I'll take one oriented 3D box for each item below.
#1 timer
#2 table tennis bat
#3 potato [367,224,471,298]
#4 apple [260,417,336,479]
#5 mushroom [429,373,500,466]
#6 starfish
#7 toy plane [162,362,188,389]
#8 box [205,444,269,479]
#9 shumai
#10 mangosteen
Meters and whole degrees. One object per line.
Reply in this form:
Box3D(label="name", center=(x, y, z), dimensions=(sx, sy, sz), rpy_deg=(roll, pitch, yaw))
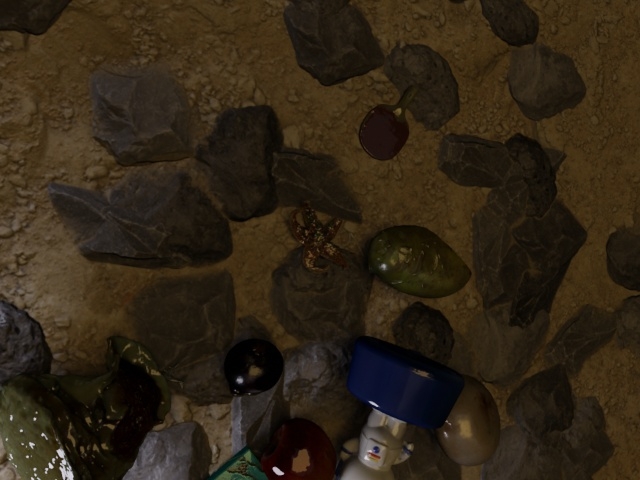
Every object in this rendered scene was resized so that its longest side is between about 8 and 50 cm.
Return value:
Box3D(label="timer", center=(0.149, 0.444, 1.202), dimensions=(0.270, 0.270, 0.384), rpy_deg=(22, 86, -17))
Box3D(label="table tennis bat", center=(0.192, -0.323, 1.377), dimensions=(0.131, 0.022, 0.234), rpy_deg=(36, 78, -13))
Box3D(label="potato", center=(0.255, 0.056, 1.316), dimensions=(0.298, 0.141, 0.176), rpy_deg=(18, 94, -24))
Box3D(label="apple", center=(-0.041, 0.503, 1.177), dimensions=(0.158, 0.147, 0.156), rpy_deg=(35, 43, -6))
Box3D(label="mushroom", center=(0.360, 0.460, 1.318), dimensions=(0.226, 0.178, 0.226), rpy_deg=(18, 66, -48))
Box3D(label="starfish", center=(-0.002, -0.001, 1.283), dimensions=(0.209, 0.053, 0.150), rpy_deg=(44, 87, -16))
Box3D(label="toy plane", center=(-0.341, 0.310, 1.148), dimensions=(0.084, 0.024, 0.078), rpy_deg=(21, 62, -17))
Box3D(label="box", center=(-0.211, 0.608, 1.166), dimensions=(0.226, 0.042, 0.161), rpy_deg=(-36, 100, -18))
Box3D(label="shumai", center=(-0.439, 0.370, 1.037), dimensions=(0.288, 0.292, 0.330), rpy_deg=(-26, 104, -54))
Box3D(label="mangosteen", center=(-0.157, 0.299, 1.170), dimensions=(0.137, 0.137, 0.151), rpy_deg=(10, 118, -19))
